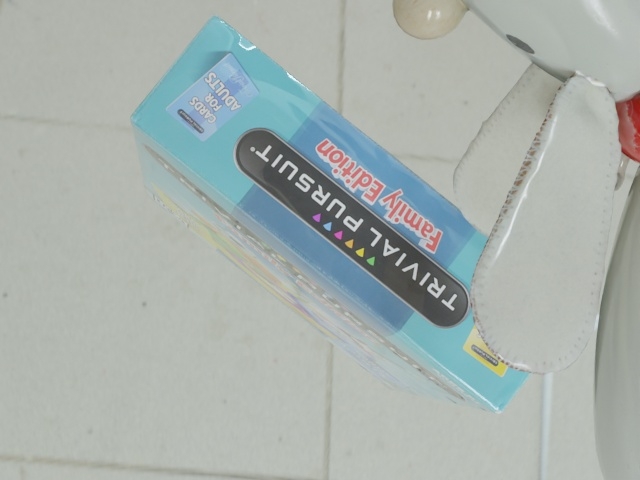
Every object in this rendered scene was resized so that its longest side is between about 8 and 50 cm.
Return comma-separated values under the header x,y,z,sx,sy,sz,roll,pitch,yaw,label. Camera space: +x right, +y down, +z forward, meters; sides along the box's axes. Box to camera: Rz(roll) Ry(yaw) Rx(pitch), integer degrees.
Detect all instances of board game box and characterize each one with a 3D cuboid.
x,y,z,sx,sy,sz,roll,pitch,yaw,label
0.000,0.000,0.813,0.254,0.336,0.079,38,83,-2,board game box

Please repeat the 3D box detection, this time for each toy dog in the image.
x,y,z,sx,sy,sz,roll,pitch,yaw,label
0.112,0.024,0.496,0.161,0.220,0.334,-28,86,12,toy dog
